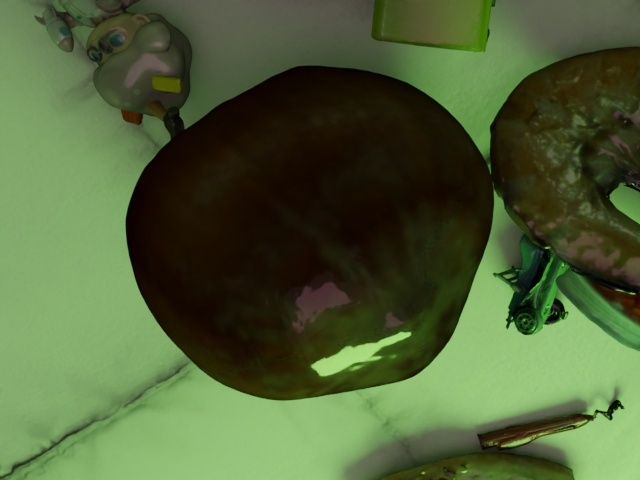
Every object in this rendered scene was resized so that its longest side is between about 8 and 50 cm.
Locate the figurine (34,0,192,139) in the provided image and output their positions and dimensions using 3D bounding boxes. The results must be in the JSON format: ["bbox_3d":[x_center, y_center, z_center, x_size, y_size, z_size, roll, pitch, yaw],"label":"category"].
[{"bbox_3d":[-0.206,-0.206,1.595,0.137,0.112,0.229,-34,95,42],"label":"figurine"}]

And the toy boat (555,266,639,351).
[{"bbox_3d":[0.404,0.093,1.577,0.332,0.145,0.133,23,131,-4],"label":"toy boat"}]

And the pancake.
[{"bbox_3d":[0.189,0.349,1.761,0.266,0.057,0.244,-16,113,15],"label":"pancake"}]

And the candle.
[{"bbox_3d":[0.261,0.211,1.716,0.167,0.021,0.026,-15,83,11],"label":"candle"}]

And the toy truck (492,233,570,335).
[{"bbox_3d":[0.238,0.021,1.639,0.078,0.080,0.154,26,110,26],"label":"toy truck"}]

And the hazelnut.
[{"bbox_3d":[-0.004,-0.003,1.515,0.366,0.366,0.366,2,107,6],"label":"hazelnut"}]

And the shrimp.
[{"bbox_3d":[0.394,-0.083,1.522,0.445,0.085,0.272,-6,65,0],"label":"shrimp"}]

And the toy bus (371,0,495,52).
[{"bbox_3d":[0.124,-0.325,1.498,0.128,0.150,0.262,7,109,5],"label":"toy bus"}]
